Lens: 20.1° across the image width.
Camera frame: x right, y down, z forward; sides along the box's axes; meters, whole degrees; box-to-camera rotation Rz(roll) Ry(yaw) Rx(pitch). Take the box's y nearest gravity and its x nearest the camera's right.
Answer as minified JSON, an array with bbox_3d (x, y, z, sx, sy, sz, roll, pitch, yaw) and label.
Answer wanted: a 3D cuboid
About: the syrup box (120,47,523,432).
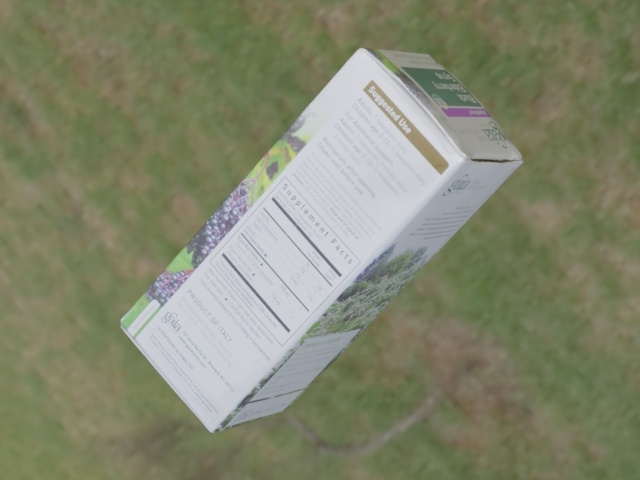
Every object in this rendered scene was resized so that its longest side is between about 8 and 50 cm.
[{"bbox_3d":[0.000,0.000,1.076,0.096,0.237,0.093,48,-158,17],"label":"syrup box"}]
